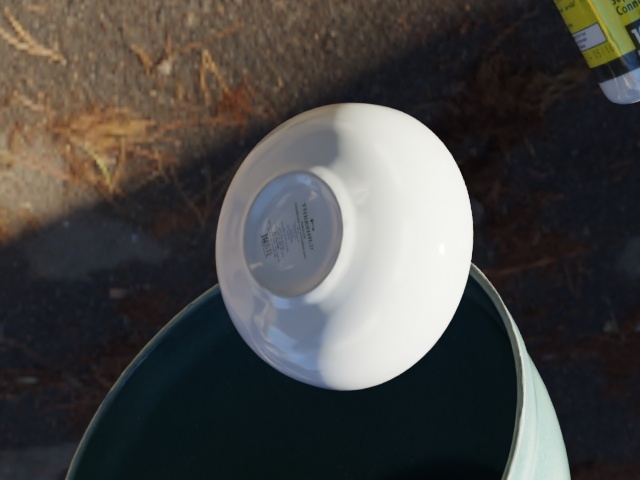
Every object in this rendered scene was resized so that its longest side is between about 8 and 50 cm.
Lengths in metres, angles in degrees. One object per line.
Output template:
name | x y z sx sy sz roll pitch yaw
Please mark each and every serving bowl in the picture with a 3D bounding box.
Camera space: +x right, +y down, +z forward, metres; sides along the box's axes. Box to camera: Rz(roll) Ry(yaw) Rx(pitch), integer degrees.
serving bowl | 0.000 0.000 0.380 0.083 0.083 0.027 -35 153 29

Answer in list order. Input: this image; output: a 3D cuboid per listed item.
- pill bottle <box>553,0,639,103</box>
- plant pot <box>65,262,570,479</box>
pill bottle | 0.267 -0.306 1.211 0.188 0.188 0.334 -28 95 22
plant pot | 0.022 0.169 0.774 0.293 0.293 0.196 -25 130 19
